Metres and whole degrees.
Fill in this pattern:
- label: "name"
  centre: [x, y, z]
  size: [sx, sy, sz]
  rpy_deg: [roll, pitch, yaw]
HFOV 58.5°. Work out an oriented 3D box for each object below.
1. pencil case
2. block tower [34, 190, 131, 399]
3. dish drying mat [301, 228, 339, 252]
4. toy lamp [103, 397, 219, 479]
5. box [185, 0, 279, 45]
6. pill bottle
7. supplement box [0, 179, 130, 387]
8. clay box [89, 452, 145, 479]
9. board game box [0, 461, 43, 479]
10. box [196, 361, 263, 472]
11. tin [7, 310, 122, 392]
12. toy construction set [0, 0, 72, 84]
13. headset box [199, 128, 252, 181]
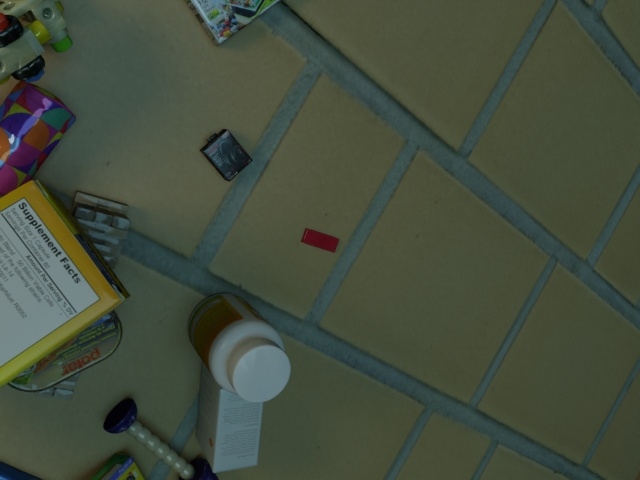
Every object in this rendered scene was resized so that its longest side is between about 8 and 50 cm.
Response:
- label: "pencil case"
  centre: [-0.482, -0.130, 0.880]
  size: [0.104, 0.104, 0.236]
  rpy_deg: [37, 86, -28]
- label: "block tower"
  centre: [-0.416, 0.091, 0.964]
  size: [0.090, 0.097, 0.336]
  rpy_deg: [17, 93, -29]
- label: "dish drying mat"
  centre: [0.000, 0.000, 1.199]
  size: [0.083, 0.008, 0.032]
  rpy_deg: [18, 94, -30]
- label: "toy lamp"
  centre: [-0.296, 0.415, 1.110]
  size: [0.080, 0.080, 0.275]
  rpy_deg: [-42, 115, -12]
- label: "box"
  centre: [-0.135, -0.452, 1.009]
  size: [0.207, 0.036, 0.114]
  rpy_deg: [-42, 116, -12]
- label: "pill bottle"
  centre: [-0.146, 0.193, 1.035]
  size: [0.136, 0.245, 0.137]
  rpy_deg: [-6, 104, -25]
- label: "supplement box"
  centre: [-0.464, 0.105, 0.765]
  size: [0.356, 0.195, 0.194]
  rpy_deg: [-36, 97, -15]
- label: "clay box"
  centre: [-0.370, 0.533, 1.082]
  size: [0.127, 0.053, 0.222]
  rpy_deg: [-45, 122, -47]
- label: "board game box"
  centre: [-0.541, 0.511, 1.025]
  size: [0.210, 0.047, 0.160]
  rpy_deg: [42, 81, -28]
- label: "box"
  centre: [-0.178, 0.337, 1.119]
  size: [0.090, 0.130, 0.171]
  rpy_deg: [1, 102, -27]
- label: "tin"
  centre: [-0.412, 0.166, 0.913]
  size: [0.189, 0.040, 0.106]
  rpy_deg: [-26, 108, -17]
- label: "toy construction set"
  centre: [-0.487, -0.262, 0.790]
  size: [0.328, 0.215, 0.151]
  rpy_deg: [-51, 150, -5]
- label: "headset box"
  centre: [-0.177, -0.161, 1.059]
  size: [0.062, 0.032, 0.083]
  rpy_deg: [-44, 118, -11]
